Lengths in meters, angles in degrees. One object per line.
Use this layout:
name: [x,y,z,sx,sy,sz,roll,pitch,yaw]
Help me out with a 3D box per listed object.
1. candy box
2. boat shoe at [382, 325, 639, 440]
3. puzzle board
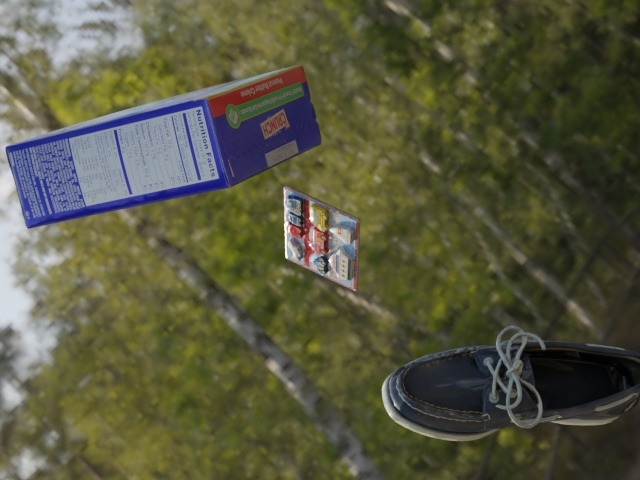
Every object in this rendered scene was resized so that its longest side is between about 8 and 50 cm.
candy box: [-0.198,-0.123,1.652,0.317,0.122,0.268,-9,10,27]
boat shoe: [0.185,0.133,1.169,0.254,0.095,0.079,4,-29,-14]
puzzle board: [0.000,0.000,1.435,0.011,0.096,0.128,-51,-23,-32]
